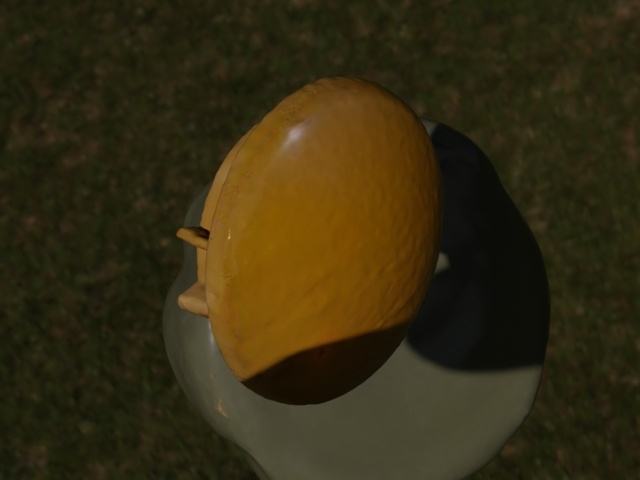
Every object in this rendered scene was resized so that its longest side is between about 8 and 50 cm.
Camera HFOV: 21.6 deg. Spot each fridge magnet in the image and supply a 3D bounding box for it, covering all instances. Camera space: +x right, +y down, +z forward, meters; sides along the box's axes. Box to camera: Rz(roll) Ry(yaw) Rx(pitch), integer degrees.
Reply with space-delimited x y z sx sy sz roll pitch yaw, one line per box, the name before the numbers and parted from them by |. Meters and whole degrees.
fridge magnet | 0.000 0.000 0.717 0.063 0.143 0.143 15 56 39

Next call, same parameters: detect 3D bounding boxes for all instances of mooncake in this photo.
mooncake | 0.023 0.048 1.142 0.275 0.275 0.135 -37 18 -11
